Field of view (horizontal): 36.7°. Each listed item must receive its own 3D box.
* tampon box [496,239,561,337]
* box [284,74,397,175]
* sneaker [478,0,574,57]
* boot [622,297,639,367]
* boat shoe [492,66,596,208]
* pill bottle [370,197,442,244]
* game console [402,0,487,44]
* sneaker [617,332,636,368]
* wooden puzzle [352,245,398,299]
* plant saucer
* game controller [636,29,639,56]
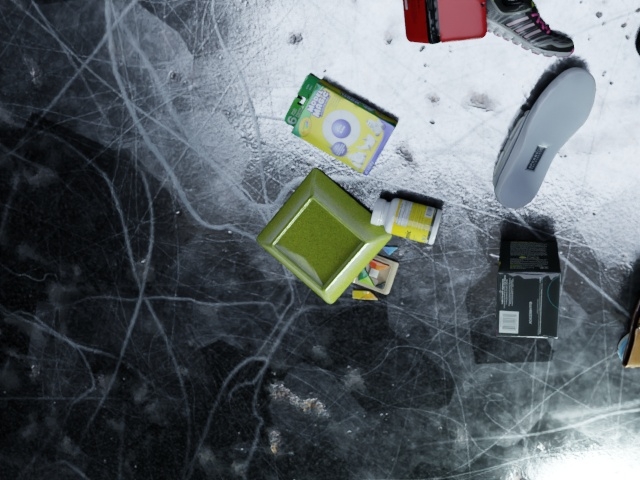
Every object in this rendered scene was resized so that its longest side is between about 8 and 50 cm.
[{"bbox_3d":[0.352,0.080,1.639,0.101,0.161,0.121,1,108,11],"label":"tampon box"},{"bbox_3d":[0.031,-0.202,1.671,0.179,0.043,0.105,30,112,2],"label":"box"},{"bbox_3d":[0.334,-0.350,1.544,0.170,0.063,0.075,25,118,7],"label":"sneaker"},{"bbox_3d":[0.648,0.216,1.619,0.280,0.096,0.264,5,110,-9],"label":"boot"},{"bbox_3d":[0.354,-0.178,1.588,0.095,0.084,0.258,21,116,-22],"label":"boat shoe"},{"bbox_3d":[0.150,-0.038,1.691,0.116,0.065,0.065,16,111,6],"label":"pill bottle"},{"bbox_3d":[0.196,-0.395,1.558,0.085,0.124,0.144,-14,109,-23],"label":"game console"},{"bbox_3d":[0.582,0.162,1.668,0.063,0.073,0.162,31,112,0],"label":"sneaker"},{"bbox_3d":[0.099,0.060,1.763,0.078,0.014,0.116,12,111,7],"label":"wooden puzzle"},{"bbox_3d":[0.000,0.000,1.739,0.188,0.045,0.188,40,112,0],"label":"plant saucer"},{"bbox_3d":[0.662,-0.285,1.511,0.319,0.067,0.166,31,126,0],"label":"game controller"}]
